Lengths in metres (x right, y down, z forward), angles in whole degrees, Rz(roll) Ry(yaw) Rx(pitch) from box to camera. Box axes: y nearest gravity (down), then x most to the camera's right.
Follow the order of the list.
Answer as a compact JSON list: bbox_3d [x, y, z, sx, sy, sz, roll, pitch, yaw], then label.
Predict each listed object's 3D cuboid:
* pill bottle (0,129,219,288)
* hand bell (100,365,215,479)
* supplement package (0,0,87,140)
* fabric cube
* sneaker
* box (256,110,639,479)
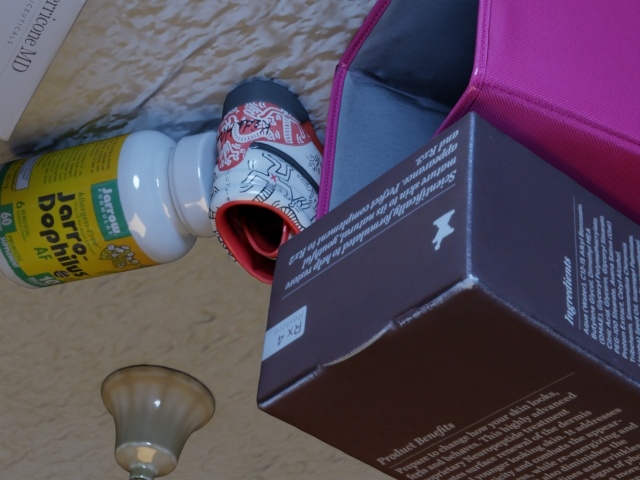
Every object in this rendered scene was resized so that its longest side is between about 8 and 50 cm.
[{"bbox_3d":[-0.176,-0.030,1.254,0.208,0.117,0.117,-11,137,21],"label":"pill bottle"},{"bbox_3d":[-0.190,0.263,1.507,0.126,0.242,0.126,5,139,4],"label":"hand bell"},{"bbox_3d":[-0.300,-0.232,0.989,0.293,0.175,0.177,23,137,-18],"label":"supplement package"},{"bbox_3d":[0.165,-0.074,1.040,0.258,0.254,0.259,20,138,-14],"label":"fabric cube"},{"bbox_3d":[-0.001,0.000,1.239,0.090,0.145,0.270,-19,133,28],"label":"sneaker"},{"bbox_3d":[0.166,0.098,0.946,0.381,0.143,0.191,30,136,-29],"label":"box"}]
